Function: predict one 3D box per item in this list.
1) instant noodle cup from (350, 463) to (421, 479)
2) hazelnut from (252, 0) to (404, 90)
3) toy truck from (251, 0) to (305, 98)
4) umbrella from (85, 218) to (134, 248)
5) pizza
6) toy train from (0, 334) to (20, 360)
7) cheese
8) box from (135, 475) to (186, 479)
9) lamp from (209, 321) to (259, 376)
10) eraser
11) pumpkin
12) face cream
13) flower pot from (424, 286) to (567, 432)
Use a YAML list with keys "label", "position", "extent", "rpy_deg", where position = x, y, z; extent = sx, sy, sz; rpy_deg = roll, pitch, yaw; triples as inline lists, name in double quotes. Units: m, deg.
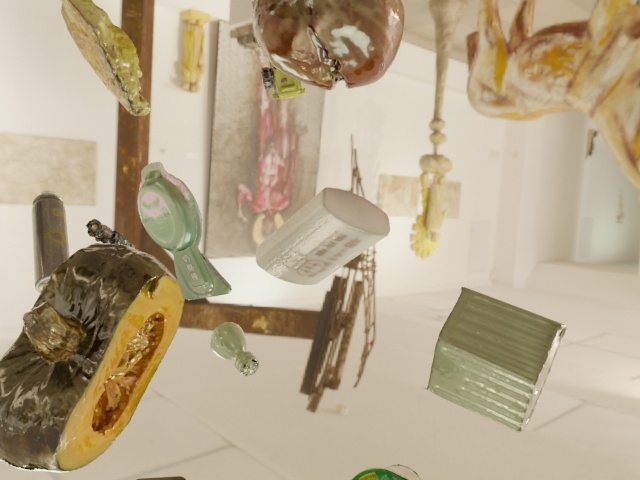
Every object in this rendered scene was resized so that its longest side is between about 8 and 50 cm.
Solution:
- label: "instant noodle cup"
  position: [0.188, 0.686, 1.462]
  extent: [0.207, 0.206, 0.233]
  rpy_deg: [6, 170, 23]
- label: "hazelnut"
  position: [0.012, -0.299, 0.781]
  extent: [0.212, 0.181, 0.180]
  rpy_deg: [-4, -145, 7]
- label: "toy truck"
  position: [-0.114, -0.546, 1.566]
  extent: [0.137, 0.285, 0.111]
  rpy_deg: [-12, -168, -4]
- label: "umbrella"
  position: [-0.396, -0.003, 1.054]
  extent: [0.040, 0.037, 0.144]
  rpy_deg: [20, 166, 14]
- label: "pizza"
  position: [-0.213, -0.193, 0.551]
  extent: [0.036, 0.099, 0.160]
  rpy_deg: [-32, -116, -22]
- label: "toy train"
  position: [-0.448, 0.154, 1.079]
  extent: [0.202, 0.131, 0.299]
  rpy_deg: [-16, -146, 32]
- label: "cheese"
  position: [-0.118, -0.006, 0.457]
  extent: [0.067, 0.120, 0.026]
  rpy_deg: [-11, -164, 37]
- label: "box"
  position: [-0.368, 0.590, 1.291]
  extent: [0.126, 0.031, 0.091]
  rpy_deg: [11, -170, -32]
- label: "lamp"
  position: [-0.245, 0.313, 1.593]
  extent: [0.106, 0.106, 0.193]
  rpy_deg: [0, -153, -40]
- label: "eraser"
  position: [0.000, 0.000, 1.210]
  extent: [0.174, 0.094, 0.270]
  rpy_deg: [20, 141, -30]
- label: "pumpkin"
  position: [-0.317, 0.151, 0.741]
  extent: [0.139, 0.317, 0.221]
  rpy_deg: [24, 161, 15]
- label: "face cream"
  position: [-0.613, -0.007, 1.259]
  extent: [0.073, 0.073, 0.283]
  rpy_deg: [1, -132, -31]
- label: "flower pot"
  position: [0.332, 0.219, 1.050]
  extent: [0.190, 0.239, 0.209]
  rpy_deg: [20, -150, 29]
